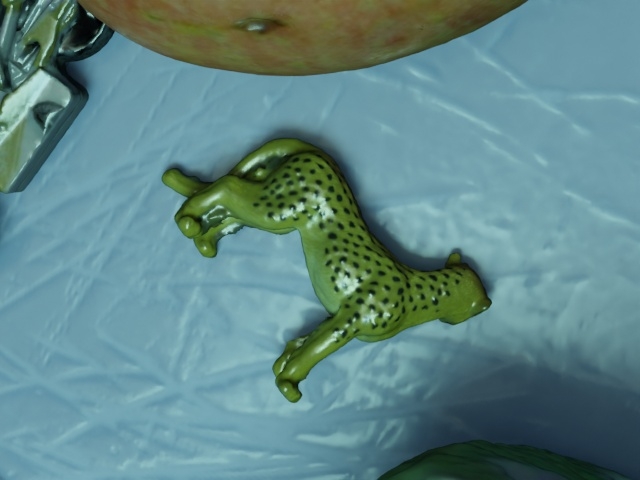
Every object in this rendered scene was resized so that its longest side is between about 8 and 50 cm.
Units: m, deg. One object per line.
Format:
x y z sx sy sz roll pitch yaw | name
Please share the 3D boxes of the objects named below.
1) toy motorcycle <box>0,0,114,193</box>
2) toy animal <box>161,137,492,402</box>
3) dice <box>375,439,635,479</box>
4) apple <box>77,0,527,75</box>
-0.226 -0.092 1.204 0.152 0.073 0.225 29 98 5 | toy motorcycle
0.000 0.000 1.197 0.136 0.073 0.181 -33 79 0 | toy animal
0.148 0.303 1.038 0.330 0.318 0.322 23 94 33 | dice
-0.005 -0.283 1.029 0.391 0.346 0.392 2 97 15 | apple
